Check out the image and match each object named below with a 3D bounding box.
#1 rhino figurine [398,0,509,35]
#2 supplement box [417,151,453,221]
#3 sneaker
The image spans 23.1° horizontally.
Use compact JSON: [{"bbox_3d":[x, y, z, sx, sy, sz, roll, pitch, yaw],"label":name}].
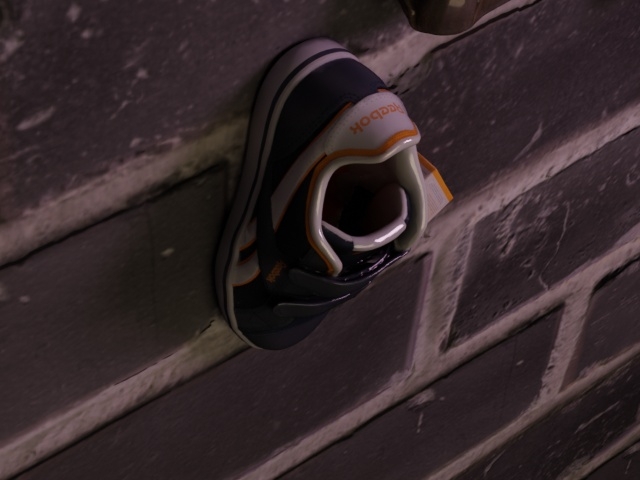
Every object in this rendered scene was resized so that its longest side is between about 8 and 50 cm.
[{"bbox_3d":[0.152,-0.235,1.212,0.243,0.073,0.106,-30,142,-28],"label":"rhino figurine"},{"bbox_3d":[0.065,-0.026,1.388,0.098,0.036,0.062,-44,150,-4],"label":"supplement box"},{"bbox_3d":[0.000,0.000,1.255,0.126,0.127,0.321,-28,147,-30],"label":"sneaker"}]
